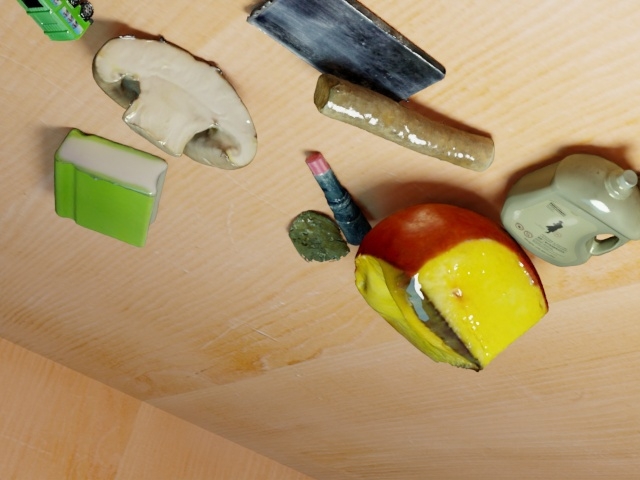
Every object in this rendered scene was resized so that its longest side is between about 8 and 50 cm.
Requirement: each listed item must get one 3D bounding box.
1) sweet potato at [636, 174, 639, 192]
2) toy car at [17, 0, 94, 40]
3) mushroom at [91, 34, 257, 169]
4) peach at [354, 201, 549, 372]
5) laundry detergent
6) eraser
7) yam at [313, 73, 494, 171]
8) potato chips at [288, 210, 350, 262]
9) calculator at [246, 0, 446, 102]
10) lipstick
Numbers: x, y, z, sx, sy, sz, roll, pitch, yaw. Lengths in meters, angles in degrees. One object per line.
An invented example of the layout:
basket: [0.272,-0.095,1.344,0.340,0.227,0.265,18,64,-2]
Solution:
sweet potato: [0.480,-0.081,1.442,0.153,0.038,0.041,-7,122,44]
toy car: [-0.403,-0.360,1.401,0.071,0.062,0.165,3,151,27]
mushroom: [-0.233,-0.204,1.523,0.286,0.156,0.151,36,163,-10]
peach: [0.220,0.064,1.647,0.306,0.242,0.380,44,175,1]
laundry detergent: [0.396,-0.049,1.460,0.181,0.091,0.253,40,154,-5]
eraser: [-0.419,-0.099,1.893,0.210,0.092,0.274,20,155,-4]
yam: [0.129,-0.168,1.418,0.300,0.066,0.066,18,155,-22]
potato chips: [0.000,0.000,1.905,0.142,0.026,0.209,24,153,-18]
calculator: [0.039,-0.273,1.352,0.262,0.021,0.161,31,150,-27]
lipstick: [0.027,-0.075,1.711,0.053,0.053,0.234,2,148,29]
